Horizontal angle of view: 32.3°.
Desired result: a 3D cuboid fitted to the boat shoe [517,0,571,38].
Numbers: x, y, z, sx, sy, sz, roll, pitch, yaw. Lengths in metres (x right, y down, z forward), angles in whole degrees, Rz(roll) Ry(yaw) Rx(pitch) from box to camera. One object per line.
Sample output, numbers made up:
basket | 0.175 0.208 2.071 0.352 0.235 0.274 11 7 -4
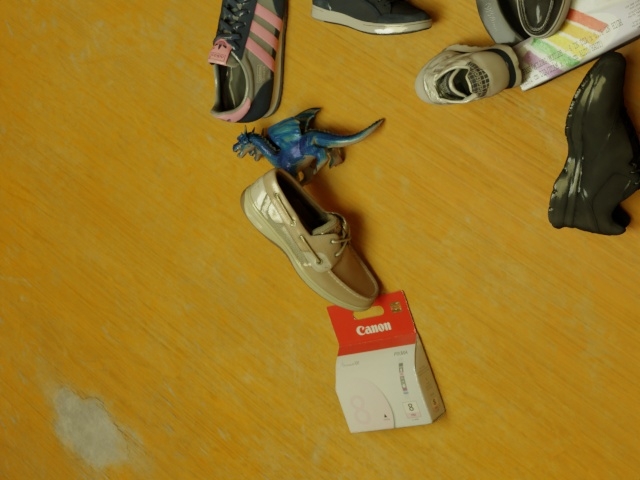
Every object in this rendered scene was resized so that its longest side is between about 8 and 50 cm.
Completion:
boat shoe | 0.299 -0.384 1.490 0.080 0.076 0.228 22 118 31

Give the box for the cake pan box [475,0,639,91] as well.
cake pan box | 0.345 -0.370 1.554 0.267 0.070 0.245 -23 89 41

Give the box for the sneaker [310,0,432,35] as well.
sneaker | 0.078 -0.414 1.731 0.226 0.086 0.163 20 120 33

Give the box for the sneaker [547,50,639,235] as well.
sneaker | 0.412 -0.132 1.571 0.130 0.109 0.286 18 130 22

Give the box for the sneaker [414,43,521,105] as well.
sneaker | 0.197 -0.242 1.659 0.235 0.095 0.090 -4 113 65

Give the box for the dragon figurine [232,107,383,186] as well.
dragon figurine | -0.035 -0.177 1.903 0.289 0.085 0.144 -31 86 42

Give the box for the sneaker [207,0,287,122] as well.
sneaker | -0.134 -0.354 1.887 0.112 0.131 0.319 12 113 35

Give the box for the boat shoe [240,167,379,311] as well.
boat shoe | 0.000 0.000 1.883 0.302 0.109 0.098 45 128 -11

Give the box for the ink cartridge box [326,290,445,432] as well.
ink cartridge box | 0.100 0.221 1.964 0.189 0.066 0.232 -15 100 40
